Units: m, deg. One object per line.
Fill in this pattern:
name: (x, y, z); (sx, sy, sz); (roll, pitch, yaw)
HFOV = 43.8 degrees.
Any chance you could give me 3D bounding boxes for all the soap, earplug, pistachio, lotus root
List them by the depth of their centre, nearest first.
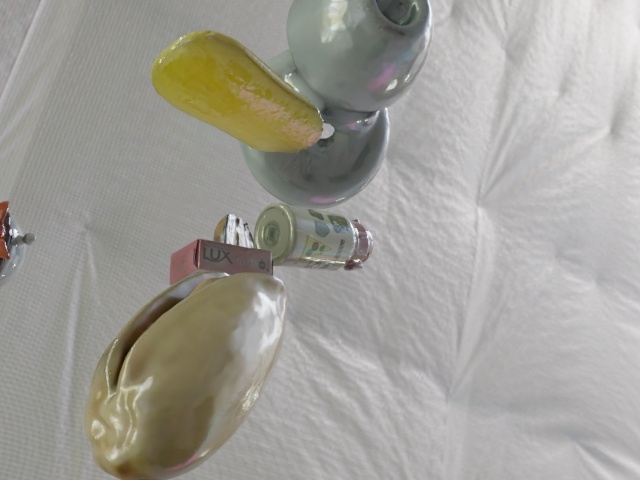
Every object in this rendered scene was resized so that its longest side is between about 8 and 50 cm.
pistachio: (-0.109, 0.110, 0.674); (0.215, 0.144, 0.144); (-46, -71, -41)
soap: (-0.074, -0.127, 0.719); (0.168, 0.089, 0.033); (33, -141, -42)
earplug: (0.023, -0.193, 1.004); (0.214, 0.326, 0.175); (14, -153, -24)
lotus root: (-0.185, 0.110, 1.660); (0.167, 0.078, 0.330); (44, -144, -55)

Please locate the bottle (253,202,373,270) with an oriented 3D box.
bottle: (0.000, 0.000, 1.526); (0.253, 0.120, 0.121); (9, -105, -44)

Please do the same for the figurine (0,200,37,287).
figurine: (-0.498, 0.023, 1.142); (0.160, 0.226, 0.184); (33, -128, -30)

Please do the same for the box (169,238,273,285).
box: (-0.167, 0.046, 1.347); (0.156, 0.111, 0.060); (9, -112, -34)
